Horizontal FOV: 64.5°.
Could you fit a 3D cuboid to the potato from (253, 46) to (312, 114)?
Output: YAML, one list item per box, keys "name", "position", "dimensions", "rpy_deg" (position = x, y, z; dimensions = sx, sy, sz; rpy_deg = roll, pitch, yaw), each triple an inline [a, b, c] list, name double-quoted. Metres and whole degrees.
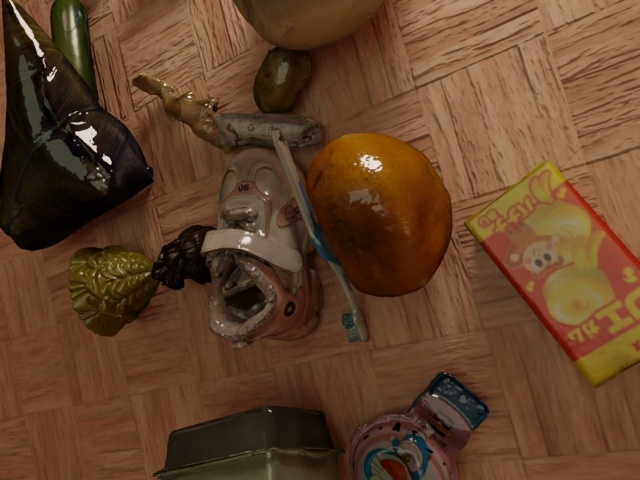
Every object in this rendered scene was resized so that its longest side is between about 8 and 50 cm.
- name: "potato"
  position: [-0.071, -0.285, 0.901]
  dimensions: [0.091, 0.070, 0.138]
  rpy_deg: [44, 110, 21]

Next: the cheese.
- name: "cheese"
  position: [0.149, 0.339, 0.806]
  dimensions: [0.189, 0.074, 0.286]
  rpy_deg: [39, 107, 19]

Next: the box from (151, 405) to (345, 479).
- name: "box"
  position: [-0.120, 0.390, 0.864]
  dimensions: [0.291, 0.221, 0.166]
  rpy_deg: [-23, 59, 26]

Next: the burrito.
- name: "burrito"
  position: [-0.096, -0.195, 0.902]
  dimensions: [0.203, 0.064, 0.064]
  rpy_deg: [4, 94, 11]

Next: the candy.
- name: "candy"
  position: [0.340, 0.041, 0.691]
  dimensions: [0.146, 0.088, 0.276]
  rpy_deg: [-42, 73, 21]

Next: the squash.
- name: "squash"
  position: [-0.549, -0.393, 1.136]
  dimensions: [0.087, 0.087, 0.331]
  rpy_deg: [-8, 89, 27]

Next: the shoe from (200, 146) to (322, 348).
- name: "shoe"
  position: [-0.102, 0.008, 0.854]
  dimensions: [0.172, 0.198, 0.350]
  rpy_deg: [-14, 86, 24]

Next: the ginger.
- name: "ginger"
  position: [-0.254, -0.259, 0.997]
  dimensions: [0.288, 0.075, 0.089]
  rpy_deg: [35, 110, 18]

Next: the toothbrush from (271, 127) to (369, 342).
- name: "toothbrush"
  position: [0.004, -0.001, 0.829]
  dimensions: [0.040, 0.040, 0.386]
  rpy_deg: [-14, 105, 27]

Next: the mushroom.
- name: "mushroom"
  position: [-0.047, -0.453, 0.737]
  dimensions: [0.315, 0.336, 0.314]
  rpy_deg: [-6, 80, 37]

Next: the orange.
- name: "orange"
  position: [0.096, -0.037, 0.741]
  dimensions: [0.183, 0.249, 0.248]
  rpy_deg: [-27, 79, 3]

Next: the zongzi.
- name: "zongzi"
  position: [-0.603, -0.215, 1.054]
  dimensions: [0.403, 0.208, 0.432]
  rpy_deg: [-25, 103, 30]

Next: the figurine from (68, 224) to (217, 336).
- name: "figurine"
  position: [-0.321, 0.059, 1.014]
  dimensions: [0.315, 0.168, 0.187]
  rpy_deg: [-19, 55, 16]
